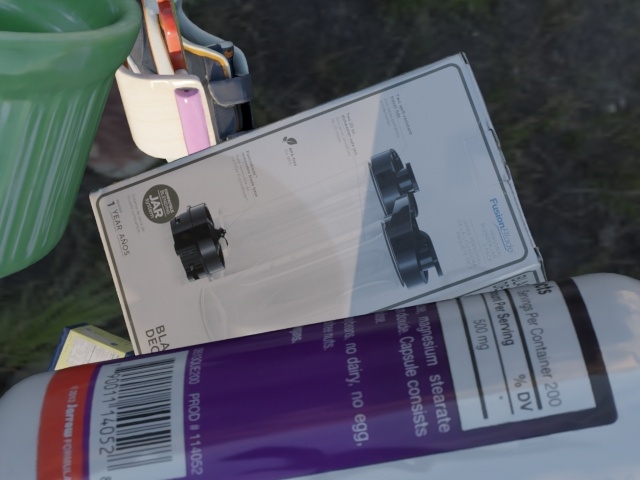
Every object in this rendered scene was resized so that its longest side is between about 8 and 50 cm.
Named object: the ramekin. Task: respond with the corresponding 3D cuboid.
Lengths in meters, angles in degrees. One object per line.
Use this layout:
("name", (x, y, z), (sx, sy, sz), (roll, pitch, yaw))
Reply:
("ramekin", (-0.262, -0.091, 0.893), (0.303, 0.303, 0.148), (4, 112, -32))

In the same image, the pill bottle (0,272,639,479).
("pill bottle", (0.042, 0.115, 0.623), (0.323, 0.181, 0.181), (-10, 97, 2))

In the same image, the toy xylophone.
("toy xylophone", (-0.172, -0.236, 1.595), (0.081, 0.236, 0.323), (-12, 61, -2))

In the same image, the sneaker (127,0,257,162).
("sneaker", (-0.127, -0.145, 1.841), (0.127, 0.126, 0.321), (-31, 96, 10))

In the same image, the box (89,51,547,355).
("box", (0.000, 0.000, 1.161), (0.290, 0.087, 0.169), (-21, 73, 6))

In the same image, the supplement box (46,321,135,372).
("supplement box", (-0.244, 0.133, 1.790), (0.083, 0.083, 0.056), (22, 94, 7))
